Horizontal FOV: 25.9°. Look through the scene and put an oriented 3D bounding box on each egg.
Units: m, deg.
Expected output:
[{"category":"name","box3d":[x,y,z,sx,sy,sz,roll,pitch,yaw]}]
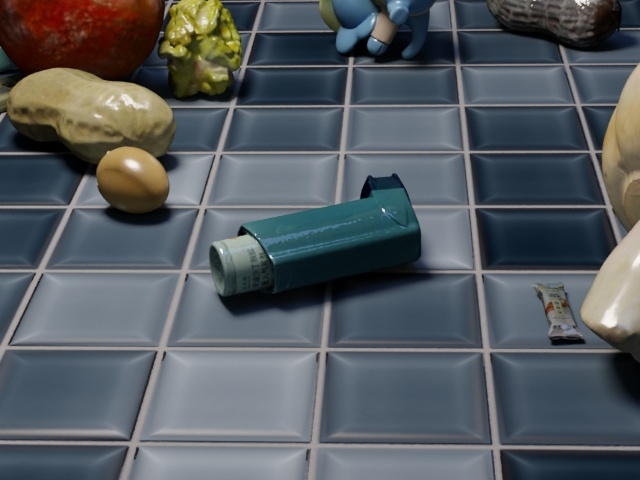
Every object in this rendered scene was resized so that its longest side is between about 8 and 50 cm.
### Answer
[{"category":"egg","box3d":[-0.228,-0.073,1.709,0.096,0.080,0.080,18,33,40]}]

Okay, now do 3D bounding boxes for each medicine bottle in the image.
[{"category":"medicine bottle","box3d":[0.000,0.000,1.558,0.258,0.079,0.124,-14,33,-20]}]

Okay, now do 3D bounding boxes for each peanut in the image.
[{"category":"peanut","box3d":[-0.316,-0.163,1.870,0.274,0.111,0.125,14,47,34]}]

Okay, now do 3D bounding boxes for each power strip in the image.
[{"category":"power strip","box3d":[-0.477,-0.214,2.055,0.169,0.028,0.076,-24,34,-37]}]

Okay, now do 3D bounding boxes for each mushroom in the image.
[{"category":"mushroom","box3d":[0.430,-0.027,1.402,0.353,0.353,0.325,9,9,20]}]

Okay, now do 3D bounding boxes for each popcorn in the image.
[{"category":"popcorn","box3d":[-0.179,-0.285,2.051,0.126,0.145,0.126,-15,35,-8]}]

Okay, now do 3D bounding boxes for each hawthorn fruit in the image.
[{"category":"hawthorn fruit","box3d":[-0.354,-0.362,2.024,0.284,0.284,0.284,-1,27,1]}]

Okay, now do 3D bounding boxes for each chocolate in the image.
[{"category":"chocolate","box3d":[0.371,-0.376,2.241,0.110,0.110,0.248,-25,39,-38]}]

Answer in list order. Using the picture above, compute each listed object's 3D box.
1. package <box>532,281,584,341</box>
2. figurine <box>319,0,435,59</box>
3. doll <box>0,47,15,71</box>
[{"category":"package","box3d":[0.250,0.074,1.470,0.037,0.015,0.110,2,29,-4]},{"category":"figurine","box3d":[0.093,-0.377,2.176,0.154,0.180,0.262,-5,18,-20]},{"category":"doll","box3d":[-0.456,-0.296,2.179,0.158,0.059,0.159,2,26,8]}]
